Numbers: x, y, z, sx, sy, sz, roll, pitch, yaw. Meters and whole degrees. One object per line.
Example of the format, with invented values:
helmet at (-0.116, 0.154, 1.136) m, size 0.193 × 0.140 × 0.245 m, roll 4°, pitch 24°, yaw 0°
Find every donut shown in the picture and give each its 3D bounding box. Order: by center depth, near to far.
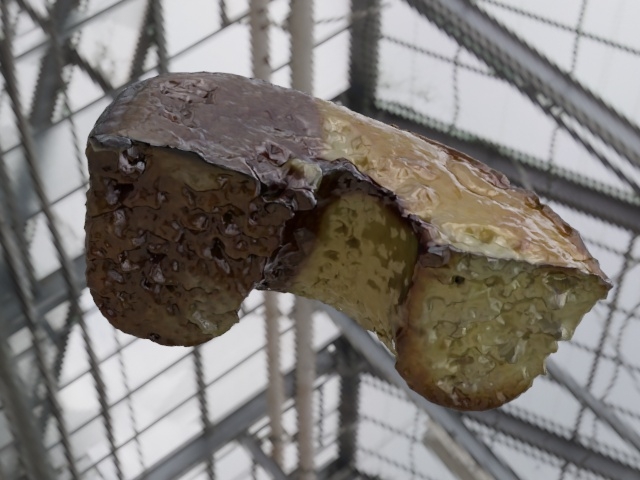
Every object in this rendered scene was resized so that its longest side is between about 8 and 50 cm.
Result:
donut at (0.002, 0.000, 0.592) m, size 0.141 × 0.217 × 0.085 m, roll -99°, pitch -152°, yaw -65°
